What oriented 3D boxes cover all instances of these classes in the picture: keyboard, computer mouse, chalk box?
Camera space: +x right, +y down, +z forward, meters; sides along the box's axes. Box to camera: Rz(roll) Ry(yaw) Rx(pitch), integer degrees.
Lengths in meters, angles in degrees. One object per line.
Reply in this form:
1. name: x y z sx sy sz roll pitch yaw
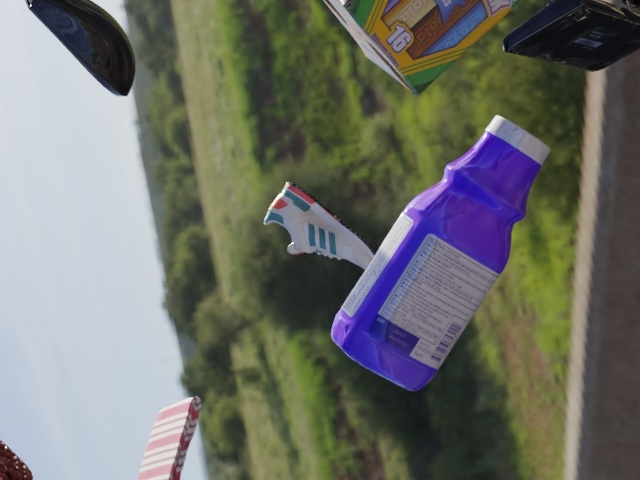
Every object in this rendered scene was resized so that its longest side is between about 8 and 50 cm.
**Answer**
1. keyboard: 0.233 -0.180 1.141 0.180 0.108 0.023 -1 -112 -54
2. computer mouse: -0.343 -0.314 1.905 0.272 0.072 0.188 46 -174 -25
3. chalk box: 0.155 -0.375 1.859 0.179 0.289 0.180 48 -178 -34

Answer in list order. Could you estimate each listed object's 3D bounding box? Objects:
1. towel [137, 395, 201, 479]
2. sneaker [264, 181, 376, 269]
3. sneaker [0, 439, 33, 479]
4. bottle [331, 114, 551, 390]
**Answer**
1. towel: -0.250 0.354 2.222 0.144 0.029 0.197 -25 45 56
2. sneaker: 0.000 0.000 1.752 0.161 0.075 0.057 40 -177 1
3. sneaker: -0.424 0.318 1.702 0.121 0.112 0.299 49 180 -34
4. bottle: 0.127 0.009 1.381 0.283 0.118 0.092 -58 29 5
